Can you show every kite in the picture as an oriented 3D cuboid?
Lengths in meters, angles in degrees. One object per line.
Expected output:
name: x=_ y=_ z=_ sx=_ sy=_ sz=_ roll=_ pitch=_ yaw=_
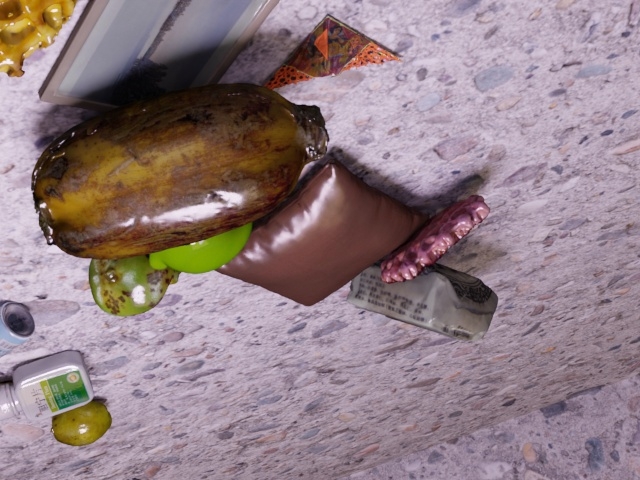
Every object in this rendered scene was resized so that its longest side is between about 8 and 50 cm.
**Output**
kite: x=0.011 y=-0.260 z=1.184 sx=0.222 sy=0.008 sz=0.125 roll=-15 pitch=151 yaw=-7

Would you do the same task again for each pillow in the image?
pillow: x=0.000 y=0.000 z=1.524 sx=0.308 sy=0.108 sz=0.305 roll=-36 pitch=146 yaw=21

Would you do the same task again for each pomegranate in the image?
pomegranate: x=-0.294 y=0.041 z=1.416 sx=0.143 sy=0.122 sz=0.169 roll=-3 pitch=-161 yaw=31

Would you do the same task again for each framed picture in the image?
framed picture: x=-0.192 y=-0.250 z=1.069 sx=0.213 sy=0.016 sz=0.289 roll=7 pitch=142 yaw=-39

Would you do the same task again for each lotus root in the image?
lotus root: x=-0.183 y=-0.091 z=1.126 sx=0.398 sy=0.179 sz=0.195 roll=-15 pitch=118 yaw=2

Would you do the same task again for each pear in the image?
pear: x=-0.523 y=0.399 z=1.907 sx=0.131 sy=0.107 sz=0.107 roll=-19 pitch=152 yaw=-17

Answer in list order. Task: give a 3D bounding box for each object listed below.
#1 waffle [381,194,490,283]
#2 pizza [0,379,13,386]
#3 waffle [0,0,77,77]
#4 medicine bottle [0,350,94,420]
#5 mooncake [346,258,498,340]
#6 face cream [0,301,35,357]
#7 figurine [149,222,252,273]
waffle: x=0.202 y=-0.002 z=1.575 sx=0.234 sy=0.055 sz=0.221 roll=-41 pitch=-176 yaw=-1
pizza: x=-0.680 y=0.324 z=1.746 sx=0.178 sy=0.041 sz=0.131 roll=-24 pitch=150 yaw=8
waffle: x=-0.344 y=-0.279 z=0.798 sx=0.261 sy=0.151 sz=0.324 roll=15 pitch=138 yaw=-41
medicine bottle: x=-0.544 y=0.291 z=1.709 sx=0.183 sy=0.069 sz=0.119 roll=-17 pitch=129 yaw=-13
mooncake: x=0.214 y=0.111 z=1.754 sx=0.254 sy=0.136 sz=0.250 roll=14 pitch=178 yaw=43
face cream: x=-0.602 y=0.190 z=1.526 sx=0.229 sy=0.075 sz=0.075 roll=-32 pitch=149 yaw=21
figurine: x=-0.167 y=-0.056 z=1.305 sx=0.162 sy=0.143 sz=0.263 roll=-10 pitch=142 yaw=-48
